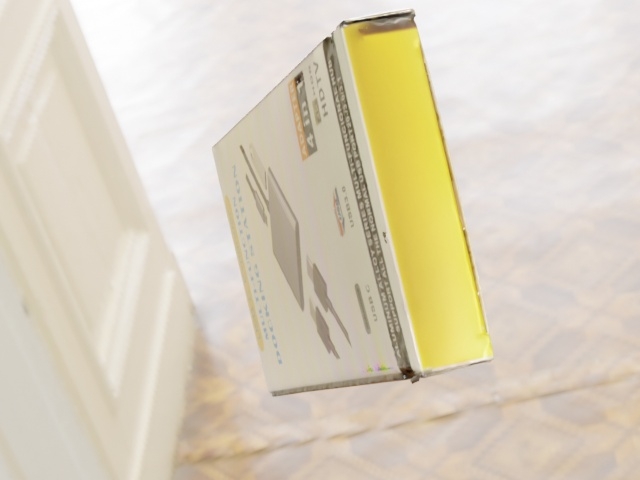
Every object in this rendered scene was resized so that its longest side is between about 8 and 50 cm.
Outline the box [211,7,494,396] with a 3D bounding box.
[{"bbox_3d":[0.000,0.000,0.609,0.033,0.129,0.247,-12,-5,-18],"label":"box"}]
